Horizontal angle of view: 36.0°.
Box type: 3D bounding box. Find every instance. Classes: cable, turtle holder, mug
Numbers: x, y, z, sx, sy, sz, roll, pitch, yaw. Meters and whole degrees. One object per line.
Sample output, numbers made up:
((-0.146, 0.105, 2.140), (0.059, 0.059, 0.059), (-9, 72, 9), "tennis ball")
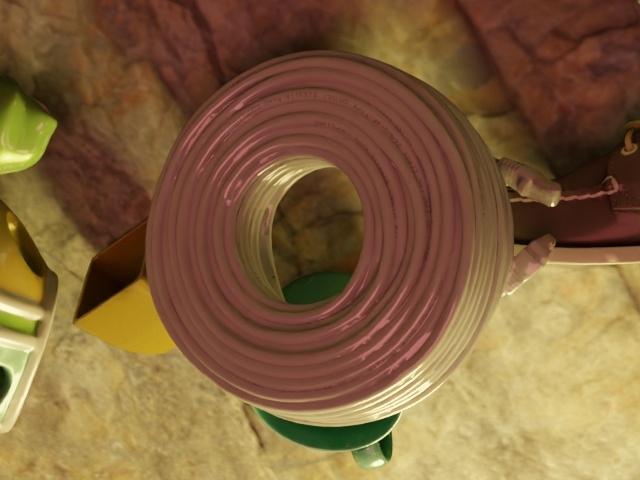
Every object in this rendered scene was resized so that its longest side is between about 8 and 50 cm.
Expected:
((0.000, 0.000, 0.678), (0.257, 0.089, 0.257), (40, 101, 23), "cable")
((-0.324, 0.025, 0.767), (0.227, 0.243, 0.320), (19, 84, -19), "turtle holder")
((0.008, 0.101, 0.807), (0.129, 0.097, 0.158), (11, 123, 3), "mug")

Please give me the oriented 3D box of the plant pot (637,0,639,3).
((0.306, -0.169, 0.551), (0.234, 0.166, 0.166), (14, 123, 5), "plant pot")

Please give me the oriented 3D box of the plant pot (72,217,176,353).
((-0.140, 0.046, 0.814), (0.081, 0.081, 0.083), (-32, 123, 26), "plant pot")

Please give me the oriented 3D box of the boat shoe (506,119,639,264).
((0.255, -0.039, 0.671), (0.324, 0.116, 0.097), (-2, 102, 18), "boat shoe")
